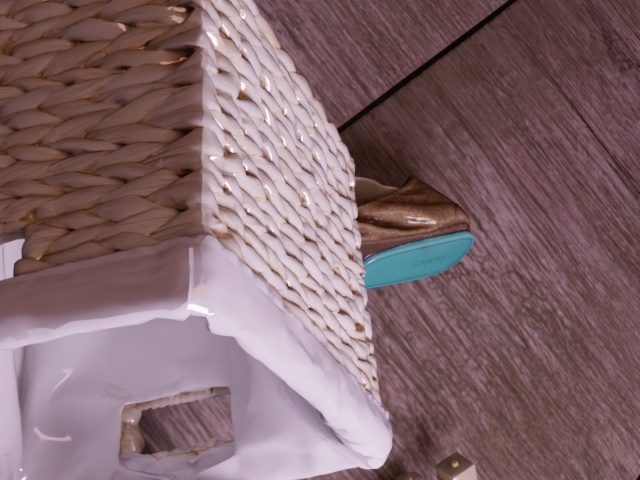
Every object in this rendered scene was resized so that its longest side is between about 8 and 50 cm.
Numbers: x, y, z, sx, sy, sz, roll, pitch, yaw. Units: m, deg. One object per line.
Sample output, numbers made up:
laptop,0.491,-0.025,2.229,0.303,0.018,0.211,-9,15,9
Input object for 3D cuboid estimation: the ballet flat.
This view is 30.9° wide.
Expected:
ballet flat,0.000,0.000,1.103,0.342,0.116,0.124,-18,60,-37

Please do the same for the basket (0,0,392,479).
basket,-0.156,0.014,0.786,0.331,0.328,0.266,49,33,-59

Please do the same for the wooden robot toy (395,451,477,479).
wooden robot toy,0.081,0.274,1.068,0.173,0.076,0.079,-41,129,-37
